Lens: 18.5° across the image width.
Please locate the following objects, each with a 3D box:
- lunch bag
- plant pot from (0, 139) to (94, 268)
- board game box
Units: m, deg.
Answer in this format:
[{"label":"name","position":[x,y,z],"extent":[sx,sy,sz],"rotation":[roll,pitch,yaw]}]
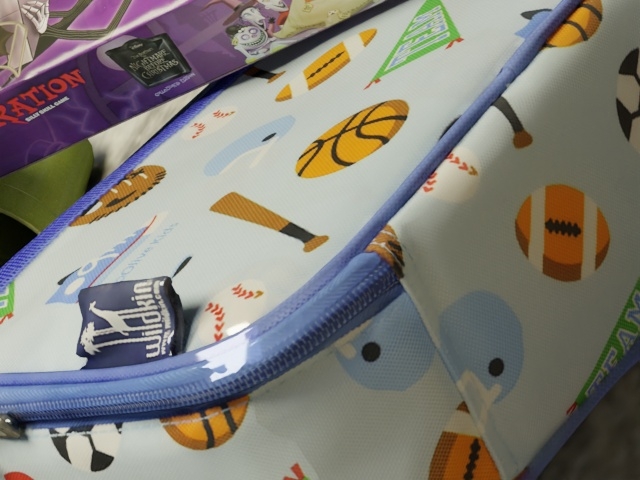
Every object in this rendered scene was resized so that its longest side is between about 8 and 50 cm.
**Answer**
[{"label":"lunch bag","position":[0.000,0.000,0.666],"extent":[0.243,0.115,0.303],"rotation":[-5,30,49]},{"label":"plant pot","position":[-0.157,-0.024,1.043],"extent":[0.083,0.083,0.079],"rotation":[-20,37,45]},{"label":"board game box","position":[-0.070,-0.200,0.786],"extent":[0.208,0.056,0.347],"rotation":[-20,51,20]}]
